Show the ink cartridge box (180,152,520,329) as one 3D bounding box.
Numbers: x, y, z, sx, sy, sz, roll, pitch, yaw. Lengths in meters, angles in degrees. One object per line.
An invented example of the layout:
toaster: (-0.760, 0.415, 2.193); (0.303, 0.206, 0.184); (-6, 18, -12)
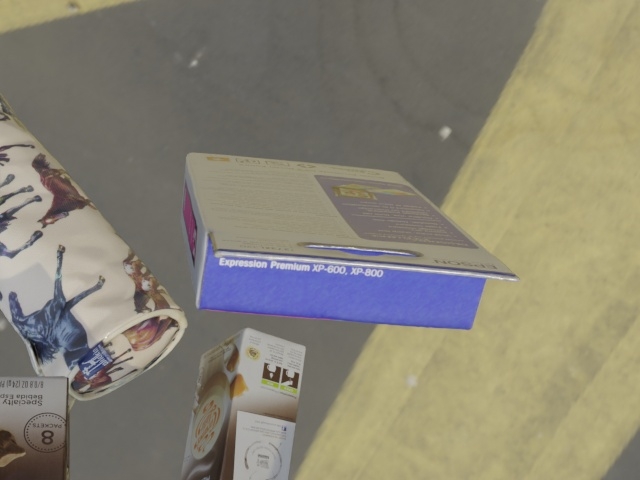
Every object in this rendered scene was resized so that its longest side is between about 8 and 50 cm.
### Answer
ink cartridge box: (0.000, 0.000, 0.935); (0.176, 0.371, 0.069); (5, 99, -9)

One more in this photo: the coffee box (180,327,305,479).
coffee box: (-0.107, 0.259, 1.834); (0.098, 0.246, 0.141); (20, 150, -23)

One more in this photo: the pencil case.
pencil case: (-0.347, 0.000, 1.606); (0.410, 0.184, 0.160); (49, 156, 14)

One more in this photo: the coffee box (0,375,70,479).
coffee box: (-0.334, 0.195, 1.004); (0.297, 0.168, 0.118); (2, 141, -10)
